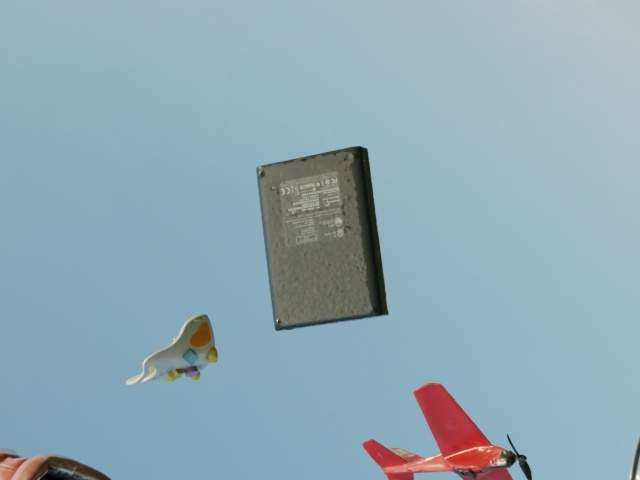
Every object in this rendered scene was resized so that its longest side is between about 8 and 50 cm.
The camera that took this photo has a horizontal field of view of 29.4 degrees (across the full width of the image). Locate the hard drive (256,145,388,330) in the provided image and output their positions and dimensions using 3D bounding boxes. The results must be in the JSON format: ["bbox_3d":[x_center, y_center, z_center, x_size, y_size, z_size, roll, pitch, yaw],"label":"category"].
[{"bbox_3d":[0.000,0.000,0.969,0.022,0.094,0.135,9,-107,-66],"label":"hard drive"}]

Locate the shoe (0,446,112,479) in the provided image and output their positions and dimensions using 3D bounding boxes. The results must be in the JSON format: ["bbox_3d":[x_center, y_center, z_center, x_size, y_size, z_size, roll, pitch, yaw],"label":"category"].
[{"bbox_3d":[-0.121,0.157,0.574,0.063,0.081,0.178,-61,-40,-36],"label":"shoe"}]

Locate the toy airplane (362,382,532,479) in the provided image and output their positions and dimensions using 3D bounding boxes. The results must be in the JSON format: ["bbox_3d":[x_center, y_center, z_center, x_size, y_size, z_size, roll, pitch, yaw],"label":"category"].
[{"bbox_3d":[0.094,0.168,0.935,0.151,0.151,0.028,40,-127,-7],"label":"toy airplane"}]

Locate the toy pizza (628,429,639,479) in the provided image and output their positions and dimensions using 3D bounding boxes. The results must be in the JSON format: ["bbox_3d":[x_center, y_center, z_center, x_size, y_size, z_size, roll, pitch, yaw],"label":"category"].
[{"bbox_3d":[0.274,0.176,0.798,0.201,0.032,0.201,5,-102,-27],"label":"toy pizza"}]

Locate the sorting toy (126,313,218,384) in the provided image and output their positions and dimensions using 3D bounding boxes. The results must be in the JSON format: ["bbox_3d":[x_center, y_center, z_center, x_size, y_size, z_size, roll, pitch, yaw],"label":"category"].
[{"bbox_3d":[-0.145,0.114,1.150,0.075,0.083,0.045,-18,-109,-39],"label":"sorting toy"}]
